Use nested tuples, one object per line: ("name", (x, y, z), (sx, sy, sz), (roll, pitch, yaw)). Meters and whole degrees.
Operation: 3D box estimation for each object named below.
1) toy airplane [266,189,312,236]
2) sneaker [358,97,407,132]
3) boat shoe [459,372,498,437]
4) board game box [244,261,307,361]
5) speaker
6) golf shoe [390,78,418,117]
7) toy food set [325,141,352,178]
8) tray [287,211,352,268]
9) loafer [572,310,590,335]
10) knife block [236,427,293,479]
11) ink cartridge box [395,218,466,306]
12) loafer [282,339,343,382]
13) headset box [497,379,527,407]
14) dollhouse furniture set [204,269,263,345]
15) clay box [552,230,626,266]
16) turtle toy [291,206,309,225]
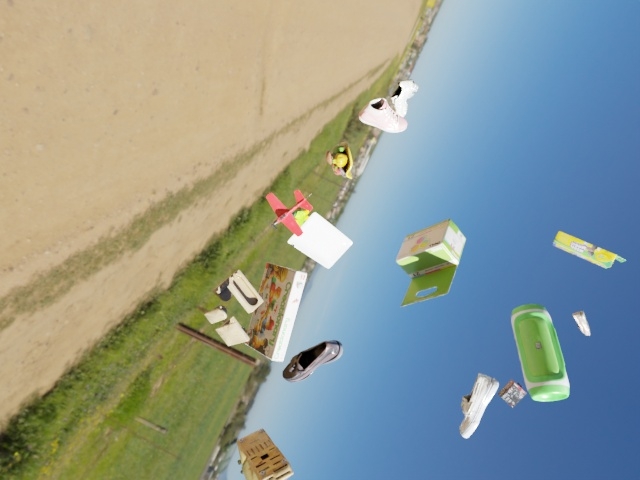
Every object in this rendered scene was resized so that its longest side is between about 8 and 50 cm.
("toy airplane", (-0.082, -0.082, 1.233), (0.028, 0.151, 0.151), (-57, 172, -71))
("sneaker", (0.171, -0.322, 1.136), (0.070, 0.134, 0.051), (129, -31, -62))
("boat shoe", (0.507, 0.544, 1.475), (0.226, 0.076, 0.083), (-65, 165, 7))
("board game box", (-0.158, 0.240, 1.534), (0.193, 0.053, 0.305), (10, -97, 51))
("speaker", (0.722, 0.367, 1.465), (0.131, 0.131, 0.296), (113, -18, -55))
("golf shoe", (0.285, -0.516, 1.643), (0.069, 0.086, 0.176), (57, -39, 38))
("toy food set", (0.061, -0.280, 1.576), (0.218, 0.071, 0.128), (-120, -161, -76))
("tray", (0.000, 0.000, 1.632), (0.145, 0.030, 0.270), (-48, 137, 5))
("loafer", (1.001, 0.317, 1.698), (0.039, 0.125, 0.045), (-14, -148, 33))
("knife block", (-0.160, 0.693, 1.282), (0.276, 0.088, 0.242), (16, -61, 59))
("ink cartridge box", (0.333, 0.069, 1.398), (0.189, 0.097, 0.255), (-26, -157, 44))
("loafer", (-0.052, 0.480, 1.797), (0.302, 0.095, 0.109), (-34, -131, 22))
("headset box", (0.697, 0.552, 1.604), (0.083, 0.062, 0.032), (-48, -179, 1))
("dollhouse furniture set", (-0.208, 0.165, 1.159), (0.151, 0.144, 0.123), (-42, -171, -37))
("clay box", (0.945, 0.040, 1.568), (0.127, 0.222, 0.053), (12, 107, -62))
("turtle toy", (-0.105, -0.100, 2.002), (0.095, 0.066, 0.130), (-43, 163, -22))
